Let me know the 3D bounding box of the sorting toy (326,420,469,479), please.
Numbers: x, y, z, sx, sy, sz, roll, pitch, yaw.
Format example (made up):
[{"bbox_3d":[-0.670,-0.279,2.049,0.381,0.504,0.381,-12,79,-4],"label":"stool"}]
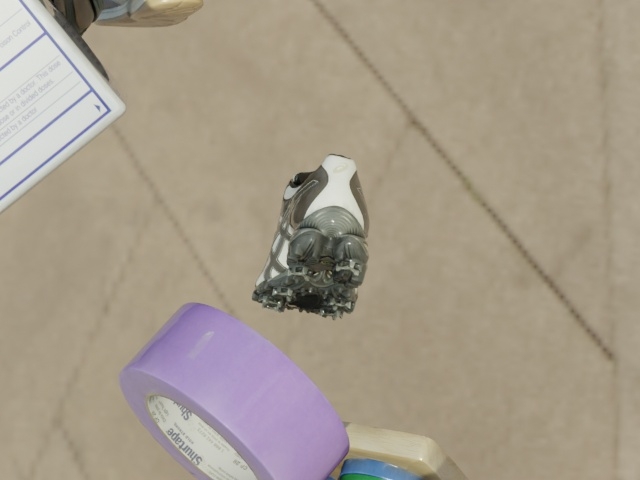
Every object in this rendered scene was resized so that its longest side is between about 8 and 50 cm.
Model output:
[{"bbox_3d":[0.023,0.259,1.863,0.257,0.255,0.089,7,65,29],"label":"sorting toy"}]

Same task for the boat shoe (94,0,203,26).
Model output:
[{"bbox_3d":[-0.203,-0.300,2.250,0.285,0.103,0.092,-176,83,-74],"label":"boat shoe"}]

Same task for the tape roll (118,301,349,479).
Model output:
[{"bbox_3d":[-0.073,0.145,1.604,0.080,0.189,0.189,-47,28,-23],"label":"tape roll"}]

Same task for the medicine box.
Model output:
[{"bbox_3d":[-0.353,-0.146,1.645,0.263,0.289,0.149,-38,9,1],"label":"medicine box"}]

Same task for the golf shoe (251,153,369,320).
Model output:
[{"bbox_3d":[0.000,0.000,1.427,0.198,0.077,0.094,131,147,-68],"label":"golf shoe"}]

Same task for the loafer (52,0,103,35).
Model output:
[{"bbox_3d":[-0.308,-0.298,2.024,0.096,0.267,0.084,12,61,29],"label":"loafer"}]
